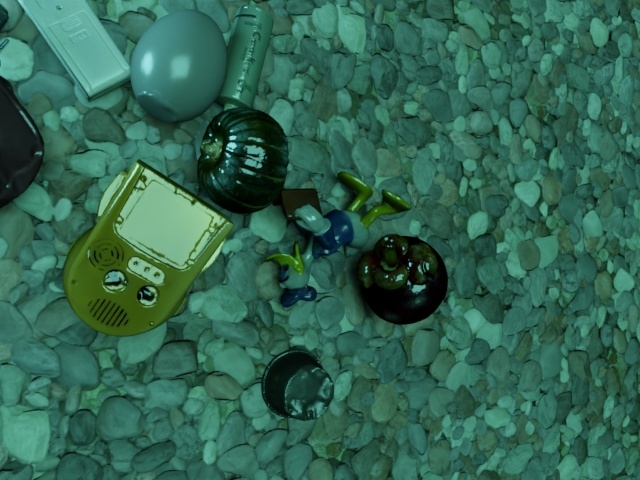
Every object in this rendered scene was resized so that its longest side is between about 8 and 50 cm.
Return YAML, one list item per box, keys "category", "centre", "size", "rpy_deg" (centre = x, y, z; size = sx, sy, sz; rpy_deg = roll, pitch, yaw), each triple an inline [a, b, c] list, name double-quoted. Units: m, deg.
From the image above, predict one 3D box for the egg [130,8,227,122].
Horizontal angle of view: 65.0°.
- category: "egg"
  centre: [-0.273, -0.349, 0.993]
  size: [0.176, 0.176, 0.232]
  rpy_deg: [26, 76, -21]

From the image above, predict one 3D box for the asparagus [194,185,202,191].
- category: "asparagus"
  centre: [-0.216, -0.135, 1.099]
  size: [0.127, 0.018, 0.015]
  rpy_deg: [-26, 73, -23]

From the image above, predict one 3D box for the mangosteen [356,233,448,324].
- category: "mangosteen"
  centre: [0.181, 0.075, 1.152]
  size: [0.211, 0.211, 0.250]
  rpy_deg: [-57, 143, -15]

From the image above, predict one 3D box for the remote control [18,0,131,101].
- category: "remote control"
  centre: [-0.487, -0.416, 0.968]
  size: [0.103, 0.055, 0.277]
  rpy_deg: [-37, 102, -21]

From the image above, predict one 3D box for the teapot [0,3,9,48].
- category: "teapot"
  centre: [-0.609, -0.395, 0.922]
  size: [0.049, 0.063, 0.083]
  rpy_deg: [25, 80, 11]

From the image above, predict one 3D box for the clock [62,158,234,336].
- category: "clock"
  centre: [-0.342, 0.032, 0.956]
  size: [0.244, 0.200, 0.317]
  rpy_deg: [35, 83, -16]

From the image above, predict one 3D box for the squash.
- category: "squash"
  centre: [-0.156, -0.162, 1.007]
  size: [0.172, 0.218, 0.218]
  rpy_deg: [4, 87, -17]

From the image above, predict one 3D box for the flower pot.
- category: "flower pot"
  centre: [-0.043, 0.328, 1.115]
  size: [0.157, 0.107, 0.158]
  rpy_deg: [1, 88, -22]

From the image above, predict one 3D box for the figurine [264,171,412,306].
- category: "figurine"
  centre: [0.000, 0.000, 1.104]
  size: [0.283, 0.204, 0.339]
  rpy_deg: [30, 89, -46]

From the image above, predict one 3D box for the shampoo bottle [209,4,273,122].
- category: "shampoo bottle"
  centre: [-0.171, -0.369, 1.090]
  size: [0.085, 0.085, 0.263]
  rpy_deg: [16, 83, -23]

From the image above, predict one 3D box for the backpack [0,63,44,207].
- category: "backpack"
  centre: [-0.623, -0.190, 0.825]
  size: [0.283, 0.197, 0.317]
  rpy_deg: [-46, 110, -20]
